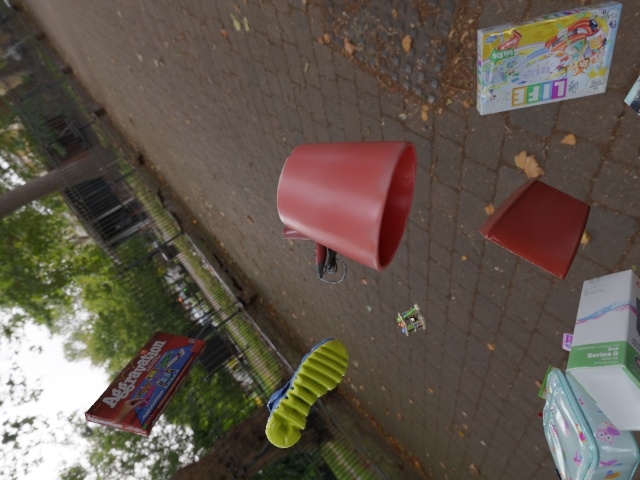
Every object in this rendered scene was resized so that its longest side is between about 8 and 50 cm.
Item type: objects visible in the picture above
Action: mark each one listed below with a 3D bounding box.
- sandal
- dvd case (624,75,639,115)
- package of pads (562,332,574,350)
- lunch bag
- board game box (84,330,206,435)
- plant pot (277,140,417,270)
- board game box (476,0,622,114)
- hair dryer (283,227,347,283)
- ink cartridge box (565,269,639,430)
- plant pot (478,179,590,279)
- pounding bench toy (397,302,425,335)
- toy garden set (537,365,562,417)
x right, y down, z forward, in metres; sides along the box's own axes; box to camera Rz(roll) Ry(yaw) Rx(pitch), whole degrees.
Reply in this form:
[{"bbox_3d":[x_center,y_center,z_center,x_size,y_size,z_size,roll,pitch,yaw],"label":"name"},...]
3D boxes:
[{"bbox_3d":[-0.048,0.402,1.143,0.126,0.317,0.138,46,165,-13],"label":"sandal"},{"bbox_3d":[0.775,-0.360,0.962,0.119,0.013,0.087,94,173,-49],"label":"dvd case"},{"bbox_3d":[0.727,0.295,1.175,0.083,0.032,0.050,38,-122,-82],"label":"package of pads"},{"bbox_3d":[0.585,0.435,0.923,0.224,0.108,0.279,-88,-13,-53],"label":"lunch bag"},{"bbox_3d":[-0.402,0.325,0.979,0.145,0.281,0.027,8,117,8],"label":"board game box"},{"bbox_3d":[0.057,-0.096,0.896,0.243,0.275,0.275,15,146,22],"label":"plant pot"},{"bbox_3d":[0.281,-0.227,0.519,0.026,0.154,0.103,-85,-17,-51],"label":"board game box"},{"bbox_3d":[0.000,0.000,1.274,0.293,0.223,0.080,21,139,35],"label":"hair dryer"},{"bbox_3d":[0.513,0.179,0.687,0.154,0.212,0.093,46,142,-8],"label":"ink cartridge box"},{"bbox_3d":[0.721,-0.057,1.364,0.267,0.236,0.267,31,-166,12],"label":"plant pot"},{"bbox_3d":[0.252,0.217,1.153,0.052,0.065,0.083,-115,5,-51],"label":"pounding bench toy"},{"bbox_3d":[0.777,0.511,1.226,0.244,0.204,0.049,14,159,48],"label":"toy garden set"}]
